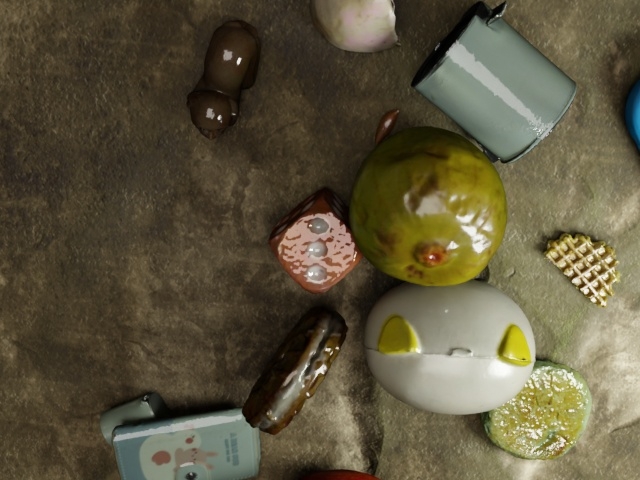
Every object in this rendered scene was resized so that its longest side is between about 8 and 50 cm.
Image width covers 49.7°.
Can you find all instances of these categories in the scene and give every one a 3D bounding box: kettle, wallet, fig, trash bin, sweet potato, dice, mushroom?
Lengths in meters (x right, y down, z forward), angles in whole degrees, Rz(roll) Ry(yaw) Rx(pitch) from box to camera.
[{"bbox_3d":[-0.468,0.467,1.769,0.148,0.098,0.126,-25,98,6],"label":"kettle"},{"bbox_3d":[-0.329,0.537,1.755,0.360,0.083,0.252,-6,122,-10],"label":"wallet"},{"bbox_3d":[0.219,-0.080,1.446,0.343,0.343,0.343,1,107,3],"label":"fig"},{"bbox_3d":[0.354,-0.322,1.424,0.262,0.217,0.277,37,139,-8],"label":"trash bin"},{"bbox_3d":[0.146,-0.256,1.552,0.034,0.034,0.095,30,105,-6],"label":"sweet potato"},{"bbox_3d":[0.000,0.000,1.564,0.179,0.175,0.174,-38,101,9],"label":"dice"},{"bbox_3d":[0.060,-0.497,1.418,0.173,0.162,0.236,-13,104,5],"label":"mushroom"}]

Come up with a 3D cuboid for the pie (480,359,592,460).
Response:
[{"bbox_3d":[0.535,0.420,1.714,0.277,0.078,0.277,0,102,0],"label":"pie"}]

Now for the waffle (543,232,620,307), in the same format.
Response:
[{"bbox_3d":[0.608,0.067,1.615,0.192,0.046,0.160,12,106,0],"label":"waffle"}]

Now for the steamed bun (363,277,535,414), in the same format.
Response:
[{"bbox_3d":[0.283,0.231,1.536,0.374,0.334,0.334,1,107,1],"label":"steamed bun"}]

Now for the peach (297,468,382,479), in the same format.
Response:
[{"bbox_3d":[0.060,0.738,1.686,0.388,0.388,0.388,1,107,3],"label":"peach"}]

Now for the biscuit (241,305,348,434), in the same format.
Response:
[{"bbox_3d":[-0.058,0.292,1.578,0.103,0.332,0.332,35,105,-2],"label":"biscuit"}]

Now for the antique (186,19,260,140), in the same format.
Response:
[{"bbox_3d":[-0.211,-0.344,1.491,0.121,0.143,0.257,25,108,-6],"label":"antique"}]

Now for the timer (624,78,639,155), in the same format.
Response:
[{"bbox_3d":[0.835,-0.249,1.472,0.309,0.115,0.340,-30,103,10],"label":"timer"}]
